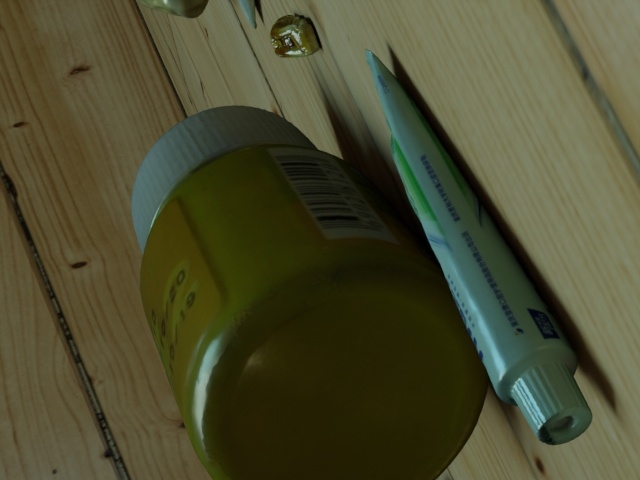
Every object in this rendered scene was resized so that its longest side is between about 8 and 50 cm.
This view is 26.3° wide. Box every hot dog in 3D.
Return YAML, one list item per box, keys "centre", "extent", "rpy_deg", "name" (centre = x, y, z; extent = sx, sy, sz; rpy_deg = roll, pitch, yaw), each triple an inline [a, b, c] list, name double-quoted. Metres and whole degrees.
- centre: [-0.027, -0.173, 1.173]
  extent: [0.090, 0.034, 0.030]
  rpy_deg: [-135, 22, -73]
  name: "hot dog"

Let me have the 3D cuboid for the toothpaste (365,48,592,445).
- centre: [0.084, -0.003, 0.815]
  extent: [0.075, 0.048, 0.297]
  rpy_deg: [69, 178, -47]
  name: "toothpaste"

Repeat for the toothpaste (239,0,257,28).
- centre: [-0.083, -0.270, 1.333]
  extent: [0.218, 0.033, 0.052]
  rpy_deg: [77, 172, -75]
  name: "toothpaste"

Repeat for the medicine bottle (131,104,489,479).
- centre: [-0.032, 0.038, 1.109]
  extent: [0.384, 0.224, 0.224]
  rpy_deg: [-125, 13, -60]
  name: "medicine bottle"

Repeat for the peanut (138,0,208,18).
- centre: [-0.221, -0.399, 1.562]
  extent: [0.325, 0.140, 0.153]
  rpy_deg: [63, -167, -10]
  name: "peanut"
